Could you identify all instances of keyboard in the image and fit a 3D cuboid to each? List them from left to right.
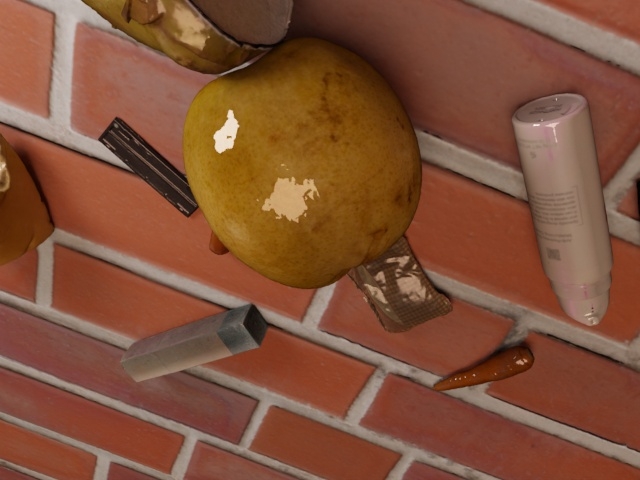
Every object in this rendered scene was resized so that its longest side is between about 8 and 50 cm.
[{"bbox_3d":[-0.282,-0.120,0.968,0.198,0.010,0.064,43,123,-16],"label":"keyboard"}]

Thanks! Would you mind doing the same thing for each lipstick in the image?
[{"bbox_3d":[-0.258,0.209,1.146,0.318,0.066,0.068,-20,117,24],"label":"lipstick"}]

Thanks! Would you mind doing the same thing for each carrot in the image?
[{"bbox_3d":[0.298,0.247,1.062,0.216,0.048,0.048,-32,111,34],"label":"carrot"}]

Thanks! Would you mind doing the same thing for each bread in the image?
[{"bbox_3d":[-0.611,-0.056,0.964,0.184,0.211,0.223,14,130,12],"label":"bread"}]

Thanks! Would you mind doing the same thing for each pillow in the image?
[{"bbox_3d":[0.123,0.072,0.990,0.135,0.034,0.211,-28,112,29],"label":"pillow"}]

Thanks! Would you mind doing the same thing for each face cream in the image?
[{"bbox_3d":[0.359,-0.033,0.825,0.102,0.102,0.345,-12,120,20],"label":"face cream"}]

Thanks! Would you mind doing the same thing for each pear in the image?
[{"bbox_3d":[-0.020,-0.098,0.751,0.315,0.314,0.314,6,124,9],"label":"pear"}]

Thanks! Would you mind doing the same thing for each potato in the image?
[{"bbox_3d":[-0.182,-0.319,0.681,0.196,0.246,0.299,-26,96,41],"label":"potato"}]

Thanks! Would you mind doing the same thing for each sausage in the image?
[{"bbox_3d":[-0.165,-0.029,0.983,0.039,0.041,0.131,9,126,-11],"label":"sausage"}]

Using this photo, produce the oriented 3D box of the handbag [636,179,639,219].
[{"bbox_3d":[0.586,-0.002,0.806,0.223,0.080,0.246,-16,118,22],"label":"handbag"}]
